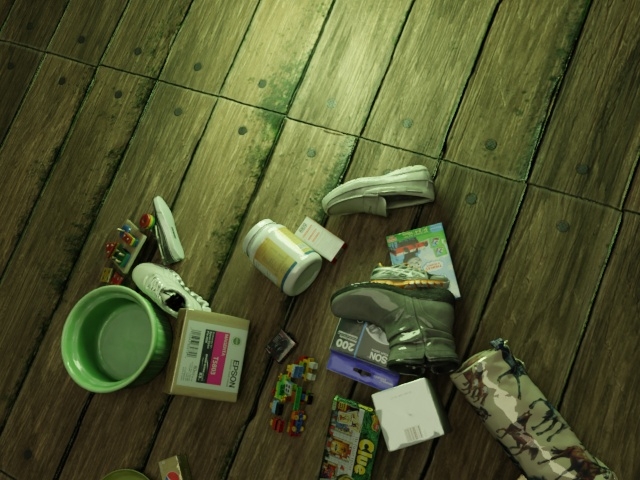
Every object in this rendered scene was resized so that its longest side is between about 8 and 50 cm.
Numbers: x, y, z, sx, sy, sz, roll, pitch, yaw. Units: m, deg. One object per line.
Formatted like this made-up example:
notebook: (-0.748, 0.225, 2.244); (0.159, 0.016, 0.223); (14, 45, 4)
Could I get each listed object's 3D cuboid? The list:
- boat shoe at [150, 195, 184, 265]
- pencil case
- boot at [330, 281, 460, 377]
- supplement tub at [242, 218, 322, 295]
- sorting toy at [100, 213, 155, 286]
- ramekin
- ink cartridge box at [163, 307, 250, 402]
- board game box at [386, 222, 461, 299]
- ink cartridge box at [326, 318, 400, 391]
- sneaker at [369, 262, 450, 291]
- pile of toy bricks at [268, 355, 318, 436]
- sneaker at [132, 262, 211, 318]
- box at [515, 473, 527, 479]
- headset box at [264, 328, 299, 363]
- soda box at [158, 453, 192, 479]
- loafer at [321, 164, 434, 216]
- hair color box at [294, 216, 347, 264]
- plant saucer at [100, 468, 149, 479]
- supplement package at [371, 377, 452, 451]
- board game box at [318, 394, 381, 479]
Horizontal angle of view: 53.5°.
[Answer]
boat shoe: (-0.488, -0.031, 1.955); (0.070, 0.078, 0.220); (-23, 73, 8)
pencil case: (0.502, 0.436, 1.509); (0.183, 0.160, 0.410); (-32, 69, -13)
boot: (0.177, 0.225, 1.594); (0.337, 0.118, 0.223); (-2, 50, 14)
supplement tub: (-0.109, 0.046, 1.791); (0.199, 0.144, 0.144); (39, 89, 21)
sorting toy: (-0.618, 0.021, 1.962); (0.132, 0.046, 0.275); (34, 97, 42)
ramekin: (-0.586, 0.293, 1.863); (0.303, 0.148, 0.304); (-4, 75, 15)
ink cartridge box: (-0.313, 0.318, 1.756); (0.193, 0.088, 0.235); (14, 77, -24)
board game box: (0.280, 0.073, 1.730); (0.160, 0.039, 0.212); (-15, 74, 12)
ink cartridge box: (0.135, 0.283, 1.716); (0.206, 0.045, 0.209); (17, 83, 19)
sneaker: (0.233, 0.099, 1.676); (0.214, 0.084, 0.083); (2, 56, 10)
pile of toy bricks: (-0.092, 0.416, 1.726); (0.105, 0.118, 0.213); (10, 88, 51)
sneaker: (-0.457, 0.151, 1.881); (0.292, 0.118, 0.110); (32, 88, 22)
box: (0.521, 0.675, 1.518); (0.164, 0.021, 0.201); (-45, 70, 1)
headset box: (-0.107, 0.295, 1.788); (0.062, 0.032, 0.083); (42, 92, 21)
soda box: (-0.389, 0.691, 1.754); (0.061, 0.058, 0.182); (-22, 71, 9)
loafer: (0.161, -0.118, 1.774); (0.319, 0.112, 0.112); (-16, 64, 11)
hair color box: (0.000, 0.000, 1.826); (0.141, 0.043, 0.072); (35, 88, 20)
plant saucer: (-0.548, 0.771, 1.791); (0.240, 0.037, 0.241); (-4, 75, 16)
supplement package: (0.229, 0.423, 1.546); (0.138, 0.244, 0.134); (-21, 71, 11)
board game box: (0.076, 0.538, 1.624); (0.136, 0.030, 0.260); (14, 104, 17)
